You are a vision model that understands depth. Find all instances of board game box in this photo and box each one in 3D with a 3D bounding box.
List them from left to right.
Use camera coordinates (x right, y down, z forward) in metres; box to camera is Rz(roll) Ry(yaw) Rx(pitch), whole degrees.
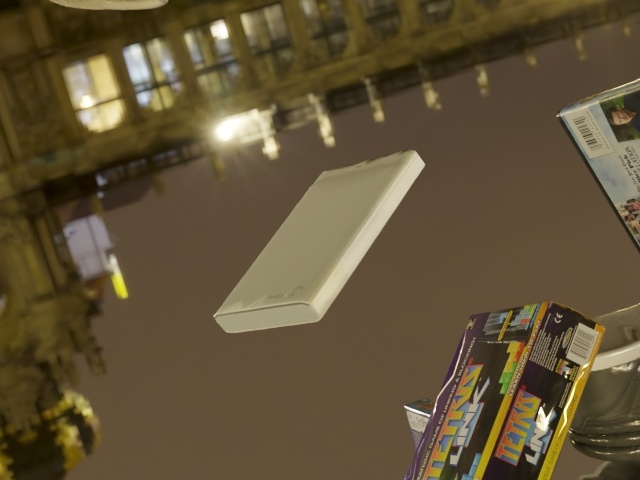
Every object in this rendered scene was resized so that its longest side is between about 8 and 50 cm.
[{"bbox_3d":[0.166,0.276,1.584,0.035,0.136,0.201,-16,-177,-14],"label":"board game box"},{"bbox_3d":[0.117,0.130,0.865,0.048,0.170,0.141,26,166,-12],"label":"board game box"}]

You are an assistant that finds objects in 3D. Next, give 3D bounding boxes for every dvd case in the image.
[{"bbox_3d":[0.333,-0.066,1.081,0.022,0.180,0.253,-40,-168,-29],"label":"dvd case"}]

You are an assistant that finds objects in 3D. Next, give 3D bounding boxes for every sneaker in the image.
[{"bbox_3d":[0.375,0.145,1.349,0.296,0.146,0.104,-12,-157,-20],"label":"sneaker"}]

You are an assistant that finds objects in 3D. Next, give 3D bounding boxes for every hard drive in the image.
[{"bbox_3d":[0.000,0.000,1.769,0.203,0.040,0.307,-12,-146,47],"label":"hard drive"}]

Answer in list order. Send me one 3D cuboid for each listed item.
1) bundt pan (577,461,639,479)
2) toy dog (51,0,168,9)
[{"bbox_3d":[0.483,0.460,1.758,0.331,0.330,0.124,-4,160,41],"label":"bundt pan"},{"bbox_3d":[-0.264,-0.251,0.835,0.334,0.160,0.220,0,177,6],"label":"toy dog"}]
